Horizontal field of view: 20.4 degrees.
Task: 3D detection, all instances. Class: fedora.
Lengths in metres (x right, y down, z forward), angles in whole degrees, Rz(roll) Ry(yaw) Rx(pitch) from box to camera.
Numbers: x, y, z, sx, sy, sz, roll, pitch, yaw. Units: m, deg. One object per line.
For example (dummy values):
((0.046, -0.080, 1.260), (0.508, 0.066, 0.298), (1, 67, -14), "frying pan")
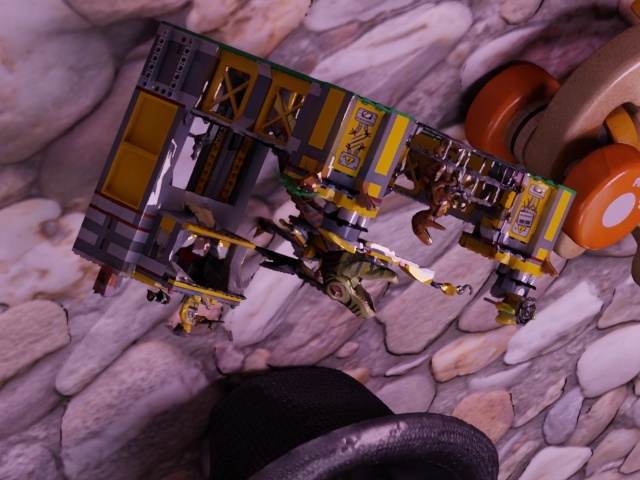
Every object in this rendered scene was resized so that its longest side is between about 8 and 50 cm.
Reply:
((-0.008, 0.210, 1.543), (0.334, 0.152, 0.334), (-21, 145, -16), "fedora")

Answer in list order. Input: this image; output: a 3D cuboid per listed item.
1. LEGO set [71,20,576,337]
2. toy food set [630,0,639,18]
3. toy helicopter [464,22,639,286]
((0.000, 0.000, 1.187), (0.331, 0.255, 0.192), (16, 97, -62), "LEGO set")
((0.192, -0.243, 1.152), (0.104, 0.111, 0.232), (-41, 114, 12), "toy food set")
((0.279, -0.061, 1.453), (0.235, 0.140, 0.355), (-42, 145, -4), "toy helicopter")
